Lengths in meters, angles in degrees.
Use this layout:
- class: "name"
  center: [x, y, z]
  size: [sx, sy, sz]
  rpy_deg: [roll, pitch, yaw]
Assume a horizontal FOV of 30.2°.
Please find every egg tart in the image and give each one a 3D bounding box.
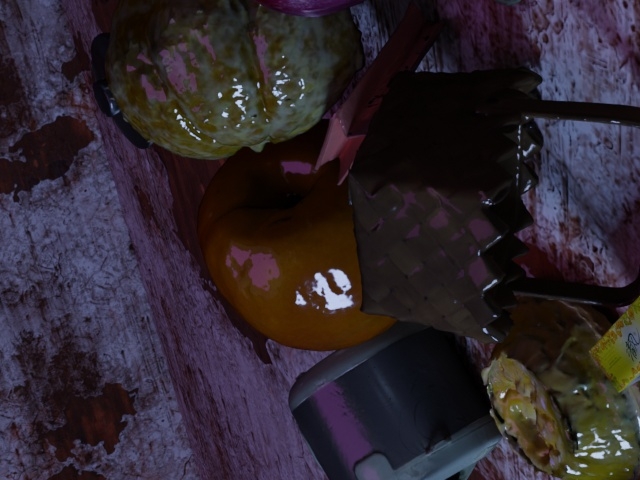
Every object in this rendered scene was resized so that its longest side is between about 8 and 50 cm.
- class: "egg tart"
  center: [0.305, 0.208, 1.522]
  size: [0.315, 0.120, 0.315]
  rpy_deg: [49, 154, 34]

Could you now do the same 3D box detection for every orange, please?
- class: "orange"
  center: [-0.144, -0.246, 1.489]
  size: [0.368, 0.210, 0.271]
  rpy_deg: [-10, 84, 42]

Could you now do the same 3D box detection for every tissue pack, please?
- class: "tissue pack"
  center: [0.370, 0.089, 1.278]
  size: [0.062, 0.095, 0.176]
  rpy_deg: [56, 157, 21]

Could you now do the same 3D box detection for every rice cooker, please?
- class: "rice cooker"
  center: [0.117, 0.280, 1.823]
  size: [0.277, 0.288, 0.288]
  rpy_deg: [59, 157, 10]

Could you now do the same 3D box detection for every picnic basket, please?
- class: "picnic basket"
  center: [0.204, -0.042, 1.305]
  size: [0.321, 0.291, 0.254]
  rpy_deg: [7, 127, 13]

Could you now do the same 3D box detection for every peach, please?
- class: "peach"
  center: [0.000, 0.000, 1.711]
  size: [0.343, 0.343, 0.302]
  rpy_deg: [46, 171, 38]

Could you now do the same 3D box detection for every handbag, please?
- class: "handbag"
  center: [0.075, -0.184, 1.499]
  size: [0.059, 0.212, 0.157]
  rpy_deg: [32, 154, 3]

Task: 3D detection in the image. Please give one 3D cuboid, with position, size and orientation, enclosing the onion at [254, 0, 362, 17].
- class: "onion"
  center: [0.020, -0.400, 1.243]
  size: [0.345, 0.358, 0.358]
  rpy_deg: [36, 153, 7]

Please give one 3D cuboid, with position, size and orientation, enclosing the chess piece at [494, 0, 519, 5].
- class: "chess piece"
  center: [0.220, -0.314, 1.244]
  size: [0.059, 0.059, 0.149]
  rpy_deg: [58, 150, 15]

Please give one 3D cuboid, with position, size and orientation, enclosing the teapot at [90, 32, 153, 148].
- class: "teapot"
  center: [-0.171, -0.276, 1.771]
  size: [0.200, 0.337, 0.270]
  rpy_deg: [66, 157, -5]
